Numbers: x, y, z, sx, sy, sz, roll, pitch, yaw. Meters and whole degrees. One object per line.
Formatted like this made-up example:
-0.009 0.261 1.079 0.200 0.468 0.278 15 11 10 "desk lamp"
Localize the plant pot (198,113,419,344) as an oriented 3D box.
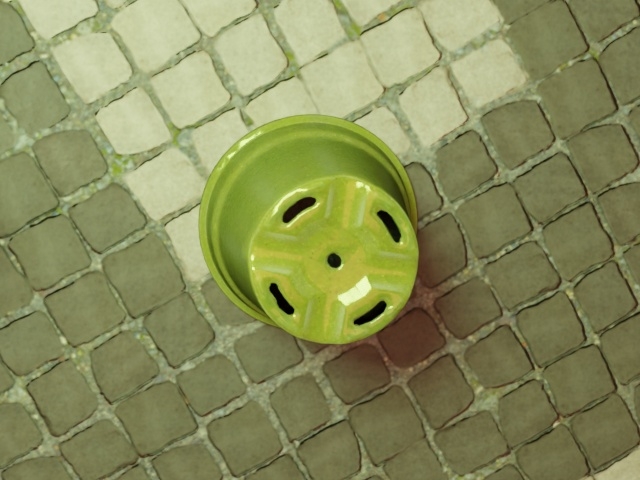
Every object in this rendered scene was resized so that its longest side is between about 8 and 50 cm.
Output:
0.000 0.000 1.248 0.276 0.254 0.276 -1 100 -6 "plant pot"
